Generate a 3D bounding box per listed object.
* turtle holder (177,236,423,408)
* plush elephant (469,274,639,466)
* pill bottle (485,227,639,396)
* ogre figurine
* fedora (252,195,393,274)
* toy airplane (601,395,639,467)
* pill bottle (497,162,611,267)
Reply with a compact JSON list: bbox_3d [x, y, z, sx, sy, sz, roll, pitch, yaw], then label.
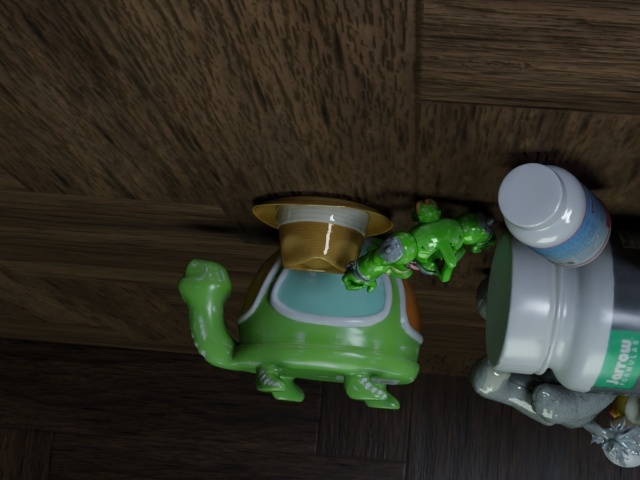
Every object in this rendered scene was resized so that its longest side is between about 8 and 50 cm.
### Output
[{"bbox_3d":[-0.014,0.109,1.792,0.320,0.227,0.243,0,169,30],"label":"turtle holder"},{"bbox_3d":[0.401,0.145,1.811,0.330,0.255,0.272,38,-151,-5],"label":"plush elephant"},{"bbox_3d":[0.393,0.090,1.559,0.361,0.204,0.204,5,169,-2],"label":"pill bottle"},{"bbox_3d":[0.131,0.008,1.532,0.197,0.097,0.118,3,163,-11],"label":"ogre figurine"},{"bbox_3d":[0.000,0.000,1.614,0.194,0.079,0.194,5,168,1],"label":"fedora"},{"bbox_3d":[0.564,0.253,2.110,0.386,0.272,0.384,21,162,51],"label":"toy airplane"},{"bbox_3d":[0.242,-0.028,1.332,0.087,0.087,0.160,0,168,27],"label":"pill bottle"}]
